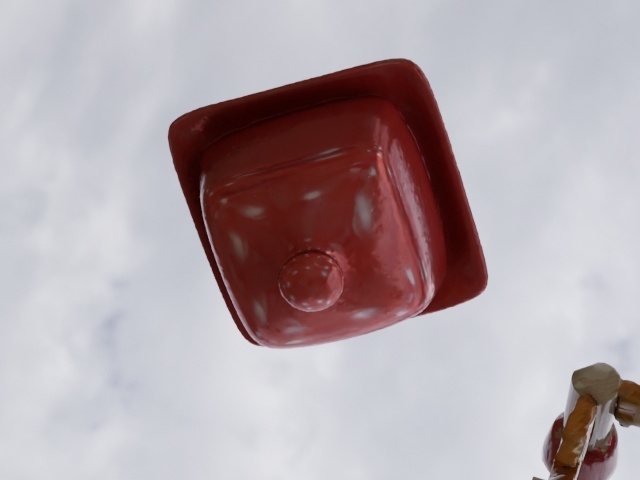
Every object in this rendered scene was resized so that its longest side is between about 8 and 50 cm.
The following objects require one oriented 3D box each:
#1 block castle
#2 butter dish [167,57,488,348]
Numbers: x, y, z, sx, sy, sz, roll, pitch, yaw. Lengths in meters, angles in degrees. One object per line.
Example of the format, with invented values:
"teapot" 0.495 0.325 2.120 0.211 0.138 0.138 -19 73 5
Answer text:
"block castle" 0.316 0.375 1.568 0.303 0.212 0.453 18 -127 14
"butter dish" 0.000 0.000 0.872 0.160 0.160 0.118 -13 -157 13
